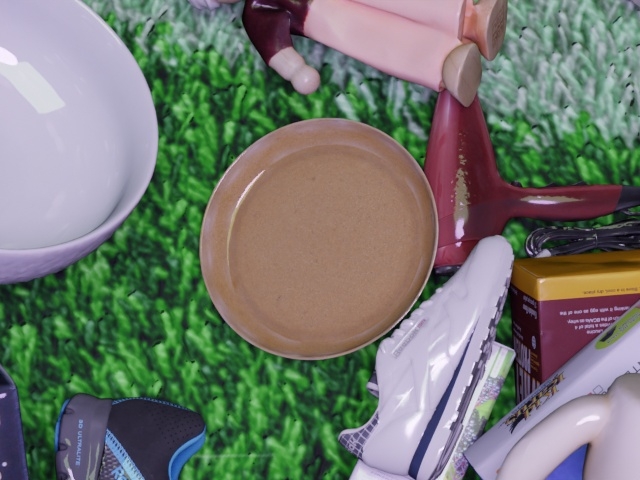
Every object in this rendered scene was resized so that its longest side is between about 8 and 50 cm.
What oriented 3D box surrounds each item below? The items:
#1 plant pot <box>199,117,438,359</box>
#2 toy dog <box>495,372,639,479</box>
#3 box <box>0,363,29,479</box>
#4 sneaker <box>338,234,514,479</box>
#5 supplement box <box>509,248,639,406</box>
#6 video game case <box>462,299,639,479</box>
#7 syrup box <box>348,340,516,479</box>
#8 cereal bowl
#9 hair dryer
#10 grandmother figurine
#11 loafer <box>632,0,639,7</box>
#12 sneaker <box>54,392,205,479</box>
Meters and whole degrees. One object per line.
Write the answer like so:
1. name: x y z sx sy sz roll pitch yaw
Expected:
1. plant pot: 0.000 0.000 1.500 0.236 0.032 0.236 -4 74 16
2. toy dog: 0.335 0.307 1.163 0.396 0.284 0.407 -3 97 -7
3. box: -0.434 0.268 1.259 0.396 0.212 0.293 -9 99 -20
4. sneaker: 0.099 0.093 1.378 0.095 0.090 0.235 21 73 16
5. supplement box: 0.276 0.113 1.405 0.191 0.129 0.194 -5 97 -5
6. video game case: 0.298 0.203 1.321 0.244 0.061 0.269 -41 99 1
7. syrup box: 0.087 0.197 1.438 0.096 0.093 0.236 23 75 6
8. cereal bowl: -0.333 -0.099 1.470 0.339 0.141 0.339 16 54 -23
9. hair dryer: 0.199 -0.032 1.522 0.224 0.080 0.293 -39 90 -15
10. grandmother figurine: 0.006 -0.239 1.530 0.342 0.104 0.207 19 53 19
11. loafer: 0.336 -0.256 1.602 0.045 0.039 0.125 -40 72 24
12. sneaker: -0.169 0.303 1.393 0.140 0.125 0.340 2 76 -5
